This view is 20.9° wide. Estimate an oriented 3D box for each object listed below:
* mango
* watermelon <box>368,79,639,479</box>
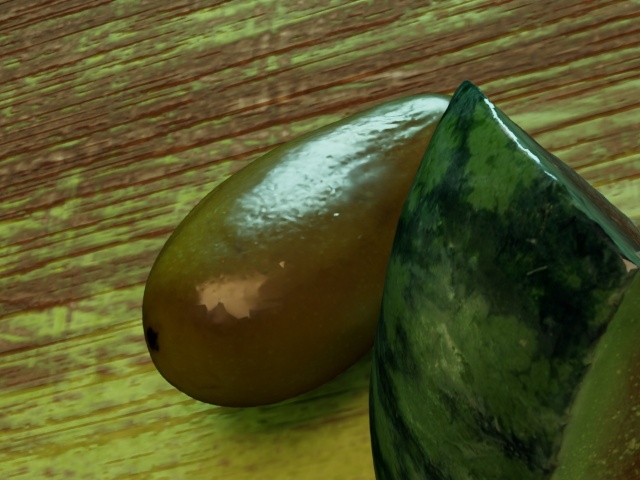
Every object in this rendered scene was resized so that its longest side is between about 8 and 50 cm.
[{"bbox_3d":[0.000,0.000,0.927,0.227,0.099,0.136,-42,41,-20],"label":"mango"},{"bbox_3d":[0.126,0.058,0.756,0.201,0.262,0.213,-11,39,-17],"label":"watermelon"}]
